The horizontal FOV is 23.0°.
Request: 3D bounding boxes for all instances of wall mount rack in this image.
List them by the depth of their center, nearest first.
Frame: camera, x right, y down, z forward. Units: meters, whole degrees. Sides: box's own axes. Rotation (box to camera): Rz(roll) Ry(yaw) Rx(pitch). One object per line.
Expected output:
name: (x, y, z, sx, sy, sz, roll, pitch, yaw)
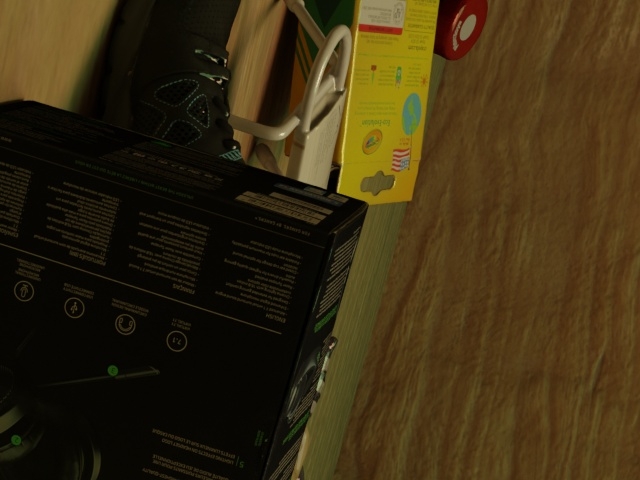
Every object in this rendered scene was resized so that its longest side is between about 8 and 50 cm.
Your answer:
wall mount rack: (-0.046, -0.100, 1.644, 0.304, 0.130, 0.350, -56, 162, -55)

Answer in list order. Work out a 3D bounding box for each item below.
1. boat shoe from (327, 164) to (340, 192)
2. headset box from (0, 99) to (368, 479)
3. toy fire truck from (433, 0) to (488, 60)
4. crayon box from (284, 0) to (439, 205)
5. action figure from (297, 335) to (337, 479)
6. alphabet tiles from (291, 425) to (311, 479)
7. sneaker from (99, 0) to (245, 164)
boat shoe: (0.000, 0.000, 2.229, 0.079, 0.095, 0.254, 99, 10, -52)
headset box: (-0.128, 0.082, 1.000, 0.131, 0.246, 0.283, -38, 143, -75)
toy fire truck: (0.100, -0.346, 2.029, 0.254, 0.169, 0.302, -31, 144, -46)
crayon box: (0.052, -0.202, 1.838, 0.202, 0.081, 0.319, -6, 105, -59)
action figure: (-0.058, 0.272, 1.973, 0.341, 0.178, 0.330, 143, -50, -70)
alphabet tiles: (-0.077, 0.311, 1.726, 0.285, 0.011, 0.342, 77, 27, -48)
sneaker: (-0.107, -0.075, 1.200, 0.125, 0.139, 0.341, 81, 26, -68)
